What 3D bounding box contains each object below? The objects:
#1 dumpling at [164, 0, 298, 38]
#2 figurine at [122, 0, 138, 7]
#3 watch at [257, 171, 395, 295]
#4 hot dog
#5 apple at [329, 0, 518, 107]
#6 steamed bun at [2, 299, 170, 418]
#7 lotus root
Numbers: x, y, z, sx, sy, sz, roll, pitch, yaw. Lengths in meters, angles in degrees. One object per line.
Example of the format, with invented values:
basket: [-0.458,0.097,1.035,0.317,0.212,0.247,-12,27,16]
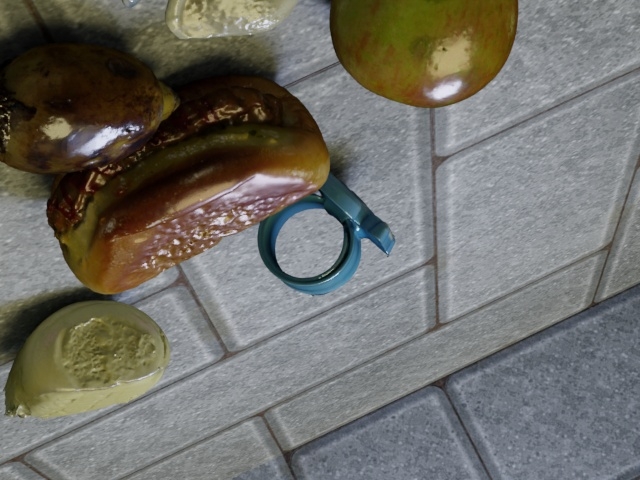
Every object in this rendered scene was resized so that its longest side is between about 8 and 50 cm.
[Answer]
dumpling: [-0.088,-0.320,1.464,0.216,0.126,0.166,-17,141,-17]
figurine: [-0.196,-0.317,1.421,0.114,0.079,0.114,-43,145,-40]
watch: [0.000,0.000,2.185,0.193,0.211,0.211,-46,158,-1]
hot dog: [-0.197,-0.090,1.759,0.405,0.185,0.223,-28,160,2]
apple: [0.136,-0.302,1.673,0.246,0.246,0.226,-14,136,-30]
steamed bun: [-0.413,0.203,2.218,0.273,0.166,0.232,-8,165,-27]
lotus root: [-0.293,-0.158,1.555,0.314,0.141,0.169,-9,157,-40]
